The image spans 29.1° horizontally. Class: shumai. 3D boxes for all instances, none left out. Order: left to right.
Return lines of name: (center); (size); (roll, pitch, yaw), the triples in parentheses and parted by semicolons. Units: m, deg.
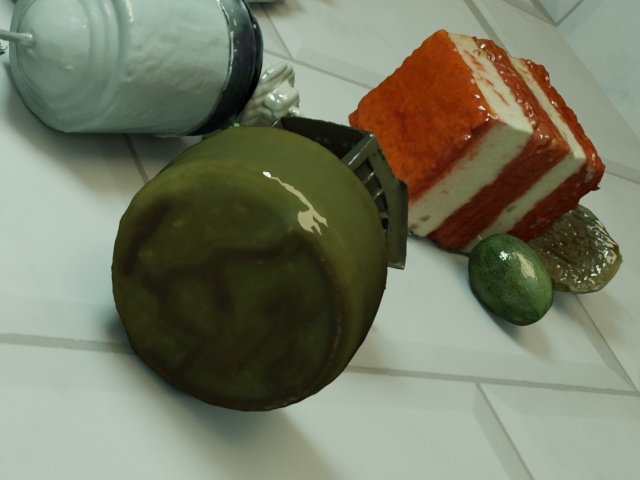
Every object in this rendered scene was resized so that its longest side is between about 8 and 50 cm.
shumai: (0.451, 0.028, 2.211); (0.209, 0.161, 0.153); (36, -4, 33)

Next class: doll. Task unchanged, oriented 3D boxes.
doll: (-0.142, -0.234, 1.704); (0.293, 0.138, 0.119); (34, 38, 18)

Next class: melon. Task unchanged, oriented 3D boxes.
melon: (0.298, 0.058, 1.961); (0.167, 0.114, 0.114); (53, 28, 11)

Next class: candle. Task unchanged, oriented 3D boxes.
candle: (-0.240, -0.232, 1.505); (0.342, 0.221, 0.221); (-8, 58, -55)

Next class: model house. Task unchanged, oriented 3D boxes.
model house: (0.000, 0.000, 1.585); (0.204, 0.211, 0.243); (-46, 126, -24)

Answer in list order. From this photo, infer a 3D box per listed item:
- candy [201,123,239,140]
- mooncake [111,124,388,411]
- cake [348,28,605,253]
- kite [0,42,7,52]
candy: (-0.115, -0.172, 1.790); (0.194, 0.058, 0.062); (-34, 112, -53)
mooncake: (-0.076, 0.034, 1.292); (0.284, 0.284, 0.155); (44, 26, -3)
cake: (0.247, -0.159, 2.019); (0.319, 0.269, 0.270); (18, 37, -44)
kite: (-0.504, -0.269, 1.414); (0.335, 0.011, 0.314); (19, 36, -42)
